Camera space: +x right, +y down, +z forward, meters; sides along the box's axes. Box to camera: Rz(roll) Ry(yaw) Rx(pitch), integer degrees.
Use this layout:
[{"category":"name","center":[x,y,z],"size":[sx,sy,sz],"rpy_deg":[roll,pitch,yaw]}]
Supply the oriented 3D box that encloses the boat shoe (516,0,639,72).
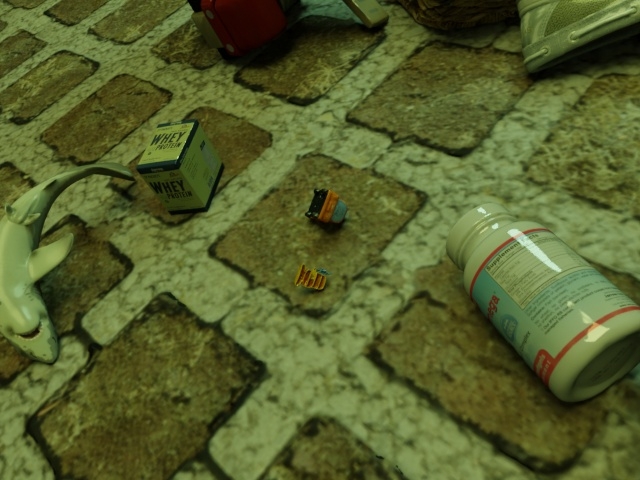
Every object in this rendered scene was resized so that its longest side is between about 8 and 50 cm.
[{"category":"boat shoe","center":[0.386,-0.261,0.632],"size":[0.321,0.102,0.118],"rpy_deg":[-5,5,15]}]

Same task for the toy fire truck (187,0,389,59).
[{"category":"toy fire truck","center":[-0.045,-0.368,0.882],"size":[0.247,0.158,0.217],"rpy_deg":[15,57,44]}]

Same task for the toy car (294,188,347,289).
[{"category":"toy car","center":[0.000,0.000,0.615],"size":[0.041,0.060,0.121],"rpy_deg":[20,72,-16]}]

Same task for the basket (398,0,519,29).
[{"category":"basket","center":[0.262,-0.406,0.807],"size":[0.300,0.223,0.213],"rpy_deg":[-24,79,2]}]

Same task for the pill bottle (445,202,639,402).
[{"category":"pill bottle","center":[0.172,0.041,0.460],"size":[0.087,0.087,0.160],"rpy_deg":[-30,46,-5]}]

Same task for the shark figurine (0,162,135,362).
[{"category":"shark figurine","center":[-0.344,0.002,0.705],"size":[0.166,0.116,0.278],"rpy_deg":[18,62,-6]}]

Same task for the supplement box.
[{"category":"supplement box","center":[-0.171,-0.091,0.717],"size":[0.056,0.083,0.083],"rpy_deg":[-4,50,20]}]
